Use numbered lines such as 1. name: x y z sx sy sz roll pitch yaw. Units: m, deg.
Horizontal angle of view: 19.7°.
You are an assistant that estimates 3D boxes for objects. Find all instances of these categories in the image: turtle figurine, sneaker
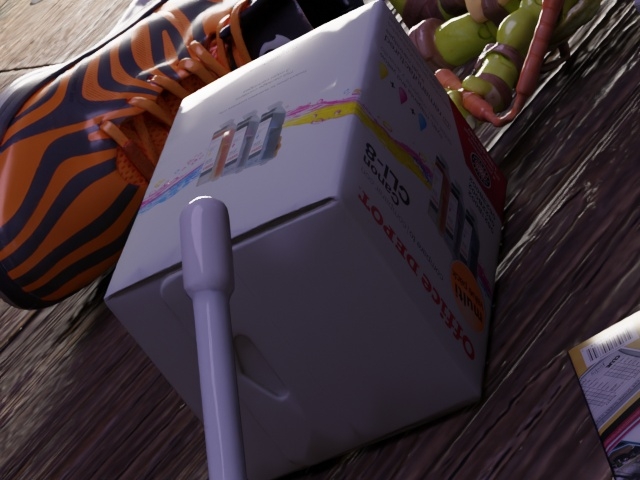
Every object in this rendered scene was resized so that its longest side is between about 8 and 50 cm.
1. turtle figurine: 0.112 -0.147 1.025 0.217 0.087 0.269 -17 45 54
2. sneaker: -0.083 -0.091 1.135 0.180 0.124 0.321 -13 34 42

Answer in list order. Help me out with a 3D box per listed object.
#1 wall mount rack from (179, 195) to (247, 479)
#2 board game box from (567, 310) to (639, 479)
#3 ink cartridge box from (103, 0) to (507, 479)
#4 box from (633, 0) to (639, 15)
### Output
1. wall mount rack: 0.061 0.091 0.525 0.350 0.130 0.304 -10 28 9
2. board game box: 0.214 0.035 0.635 0.243 0.042 0.165 -31 26 12
3. ink cartridge box: 0.000 0.000 0.867 0.127 0.128 0.176 -24 29 25
4. box: 0.263 -0.175 0.943 0.186 0.038 0.145 -16 31 35
